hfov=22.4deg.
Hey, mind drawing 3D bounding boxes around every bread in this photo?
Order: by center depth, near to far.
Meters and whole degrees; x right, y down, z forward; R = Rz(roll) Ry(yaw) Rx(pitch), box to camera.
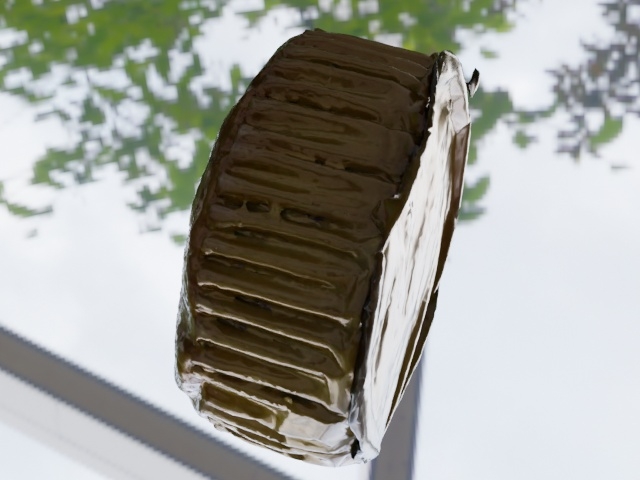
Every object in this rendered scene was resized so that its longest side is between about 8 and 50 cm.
[{"bbox_3d":[0.000,0.001,0.743,0.104,0.199,0.199,14,-138,12],"label":"bread"}]
